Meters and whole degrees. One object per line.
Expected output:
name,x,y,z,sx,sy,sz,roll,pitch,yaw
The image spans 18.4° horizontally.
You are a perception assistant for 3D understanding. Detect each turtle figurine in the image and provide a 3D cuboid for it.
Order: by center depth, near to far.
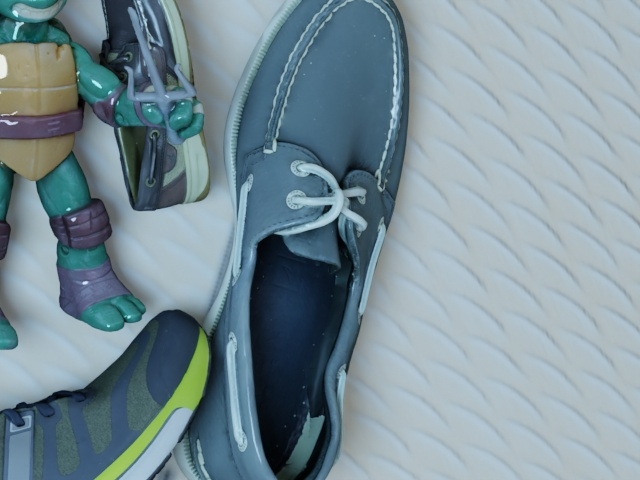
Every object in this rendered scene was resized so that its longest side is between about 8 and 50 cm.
turtle figurine,-0.152,-0.064,1.049,0.175,0.118,0.234,-3,111,-12

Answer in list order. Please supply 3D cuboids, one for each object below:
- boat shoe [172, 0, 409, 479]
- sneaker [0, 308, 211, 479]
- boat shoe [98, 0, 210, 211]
boat shoe,0.000,0.000,1.136,0.116,0.099,0.319,16,87,-26
sneaker,-0.181,0.125,1.056,0.300,0.111,0.121,-41,95,-26
boat shoe,-0.101,-0.089,1.104,0.049,0.056,0.152,-21,103,-29
